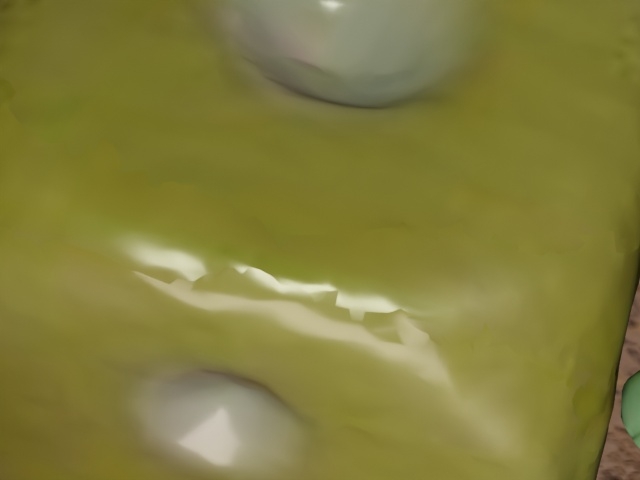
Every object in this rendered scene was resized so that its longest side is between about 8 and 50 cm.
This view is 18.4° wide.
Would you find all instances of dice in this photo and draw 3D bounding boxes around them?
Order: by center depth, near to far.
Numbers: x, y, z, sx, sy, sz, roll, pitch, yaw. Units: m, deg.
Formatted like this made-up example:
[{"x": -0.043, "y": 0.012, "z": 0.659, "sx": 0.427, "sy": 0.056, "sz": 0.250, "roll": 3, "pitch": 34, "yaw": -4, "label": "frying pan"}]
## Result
[{"x": 0.000, "y": 0.000, "z": 0.720, "sx": 0.227, "sy": 0.238, "sz": 0.233, "roll": 12, "pitch": 142, "yaw": 7, "label": "dice"}]

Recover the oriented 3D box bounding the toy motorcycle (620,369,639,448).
[{"x": 0.223, "y": -0.019, "z": 0.627, "sx": 0.331, "sy": 0.196, "sz": 0.125, "roll": -37, "pitch": 84, "yaw": 22, "label": "toy motorcycle"}]
